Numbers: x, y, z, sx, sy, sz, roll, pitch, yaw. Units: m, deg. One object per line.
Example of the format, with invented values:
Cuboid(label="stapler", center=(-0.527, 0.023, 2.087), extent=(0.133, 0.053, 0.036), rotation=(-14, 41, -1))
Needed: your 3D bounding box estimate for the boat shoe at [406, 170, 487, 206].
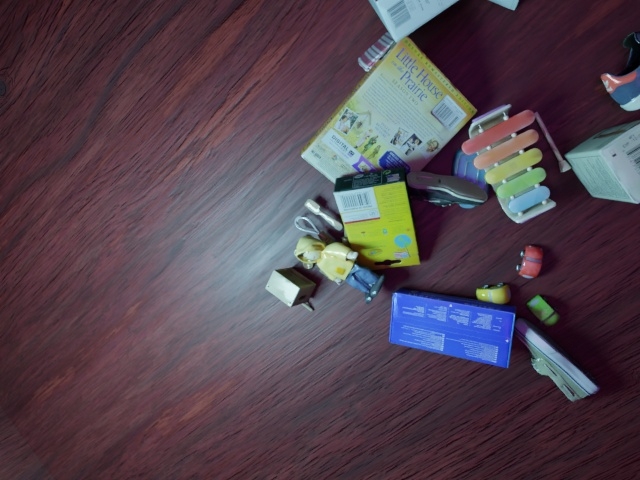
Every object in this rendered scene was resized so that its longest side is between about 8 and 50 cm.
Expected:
Cuboid(label="boat shoe", center=(0.359, -0.138, 1.320), extent=(0.233, 0.084, 0.079), rotation=(12, 138, 9))

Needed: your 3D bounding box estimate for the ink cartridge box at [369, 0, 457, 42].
Cuboid(label="ink cartridge box", center=(0.242, -0.708, 1.177), extent=(0.271, 0.130, 0.310), rotation=(-29, 49, 16))

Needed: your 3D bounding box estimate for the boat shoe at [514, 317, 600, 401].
Cuboid(label="boat shoe", center=(0.666, 0.352, 1.323), extent=(0.302, 0.109, 0.094), rotation=(43, 108, 2))

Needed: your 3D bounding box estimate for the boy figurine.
Cuboid(label="boy figurine", center=(0.057, 0.073, 1.389), extent=(0.285, 0.092, 0.177), rotation=(32, 145, -2))

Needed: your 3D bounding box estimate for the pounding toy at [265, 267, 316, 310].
Cuboid(label="pounding toy", center=(-0.087, 0.165, 1.491), extent=(0.130, 0.141, 0.100), rotation=(33, 106, 23))

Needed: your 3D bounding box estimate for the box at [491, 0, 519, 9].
Cuboid(label="box", center=(0.496, -0.685, 1.211), extent=(0.102, 0.101, 0.087), rotation=(29, 105, 9))

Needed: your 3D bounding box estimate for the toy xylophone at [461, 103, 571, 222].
Cuboid(label="toy xylophone", center=(0.545, -0.224, 1.255), extent=(0.236, 0.081, 0.323), rotation=(-35, 94, 8))

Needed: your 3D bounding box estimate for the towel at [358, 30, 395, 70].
Cuboid(label="towel", center=(0.194, -0.557, 1.295), extent=(0.197, 0.144, 0.029), rotation=(-38, 115, 17))

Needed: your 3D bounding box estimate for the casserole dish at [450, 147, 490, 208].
Cuboid(label="casserole dish", center=(0.440, -0.187, 1.337), extent=(0.114, 0.037, 0.189), rotation=(6, 101, 14))

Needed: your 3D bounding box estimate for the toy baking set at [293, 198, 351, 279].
Cuboid(label="toy baking set", center=(0.007, 0.002, 1.464), extent=(0.196, 0.030, 0.256), rotation=(10, 110, 15))

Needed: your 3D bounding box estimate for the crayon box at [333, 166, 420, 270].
Cuboid(label="crayon box", center=(0.174, -0.052, 1.352), extent=(0.202, 0.081, 0.319), rotation=(-7, 129, 15))

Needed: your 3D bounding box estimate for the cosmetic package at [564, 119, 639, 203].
Cuboid(label="cosmetic package", center=(0.734, -0.193, 1.123), extent=(0.129, 0.296, 0.153), rotation=(-36, 90, 16))

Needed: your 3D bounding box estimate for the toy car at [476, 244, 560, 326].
Cuboid(label="toy car", center=(0.610, 0.163, 1.335), extent=(0.225, 0.053, 0.239), rotation=(46, 107, 5))

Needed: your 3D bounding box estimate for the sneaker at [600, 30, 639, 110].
Cuboid(label="sneaker", center=(0.860, -0.500, 1.127), extent=(0.148, 0.131, 0.350), rotation=(41, 106, 1))

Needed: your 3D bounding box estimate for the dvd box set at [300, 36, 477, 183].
Cuboid(label="dvd box set", center=(0.190, -0.311, 1.304), extent=(0.307, 0.062, 0.420), rotation=(35, 108, -22))

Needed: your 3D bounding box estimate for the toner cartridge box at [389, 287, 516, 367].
Cuboid(label="toner cartridge box", center=(0.388, 0.254, 1.367), extent=(0.347, 0.075, 0.165), rotation=(8, 102, 24))
